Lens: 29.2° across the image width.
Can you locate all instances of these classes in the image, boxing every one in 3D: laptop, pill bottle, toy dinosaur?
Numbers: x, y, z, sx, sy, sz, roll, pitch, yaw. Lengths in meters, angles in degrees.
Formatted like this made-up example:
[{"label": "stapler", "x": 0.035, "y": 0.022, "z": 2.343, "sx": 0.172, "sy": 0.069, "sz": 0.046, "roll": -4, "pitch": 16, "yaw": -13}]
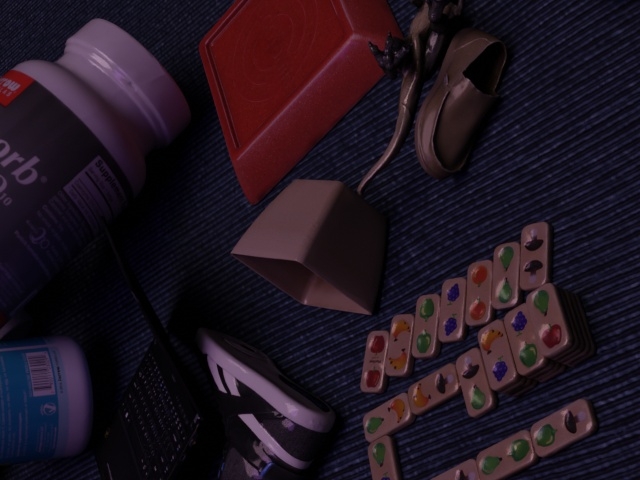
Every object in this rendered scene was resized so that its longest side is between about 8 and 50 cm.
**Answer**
[{"label": "laptop", "x": -0.216, "y": 0.149, "z": 1.290, "sx": 0.264, "sy": 0.136, "sz": 0.234, "roll": -60, "pitch": 24, "yaw": 9}, {"label": "pill bottle", "x": -0.337, "y": -0.077, "z": 1.428, "sx": 0.363, "sy": 0.210, "sz": 0.210, "roll": -47, "pitch": 36, "yaw": -17}, {"label": "pill bottle", "x": -0.404, "y": 0.190, "z": 1.405, "sx": 0.146, "sy": 0.264, "sz": 0.146, "roll": 177, "pitch": 90, "yaw": -65}, {"label": "toy dinosaur", "x": 0.088, "y": -0.177, "z": 1.134, "sx": 0.064, "sy": 0.118, "sz": 0.268, "roll": 18, "pitch": 73, "yaw": 11}]

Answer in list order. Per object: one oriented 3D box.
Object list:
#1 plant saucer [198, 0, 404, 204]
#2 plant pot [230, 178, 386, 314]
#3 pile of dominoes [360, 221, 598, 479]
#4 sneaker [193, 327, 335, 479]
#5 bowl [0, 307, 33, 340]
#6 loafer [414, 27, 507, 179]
[{"label": "plant saucer", "x": -0.040, "y": -0.214, "z": 1.363, "sx": 0.259, "sy": 0.047, "sz": 0.258, "roll": -43, "pitch": 45, "yaw": 27}, {"label": "plant pot", "x": 0.000, "y": 0.000, "z": 1.178, "sx": 0.109, "sy": 0.109, "sz": 0.096, "roll": 5, "pitch": 65, "yaw": 50}, {"label": "pile of dominoes", "x": 0.114, "y": 0.113, "z": 1.039, "sx": 0.251, "sy": 0.040, "sz": 0.196, "roll": -36, "pitch": 49, "yaw": 33}, {"label": "sneaker", "x": -0.083, "y": 0.175, "z": 1.207, "sx": 0.217, "sy": 0.079, "sz": 0.121, "roll": 31, "pitch": 99, "yaw": 51}, {"label": "bowl", "x": -0.472, "y": 0.091, "z": 1.610, "sx": 0.156, "sy": 0.289, "sz": 0.289, "roll": 42, "pitch": 112, "yaw": 5}, {"label": "loafer", "x": 0.129, "y": -0.127, "z": 1.118, "sx": 0.050, "sy": 0.056, "sz": 0.148, "roll": 4, "pitch": 77, "yaw": 56}]
